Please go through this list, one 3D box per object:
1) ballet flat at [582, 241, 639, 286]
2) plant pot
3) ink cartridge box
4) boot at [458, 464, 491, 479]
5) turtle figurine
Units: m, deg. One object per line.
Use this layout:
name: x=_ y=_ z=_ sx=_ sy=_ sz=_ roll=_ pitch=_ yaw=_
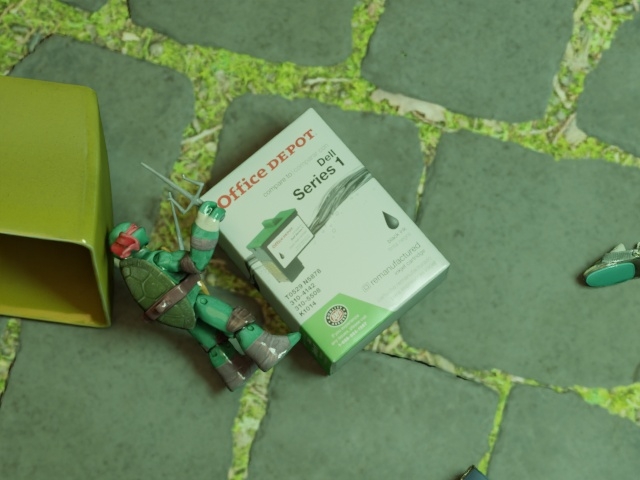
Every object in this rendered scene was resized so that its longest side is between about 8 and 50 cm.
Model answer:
ballet flat: x=0.323 y=0.020 z=1.874 sx=0.114 sy=0.041 sz=0.041 roll=-10 pitch=78 yaw=-2
plant pot: x=-0.304 y=-0.049 z=1.815 sx=0.212 sy=0.212 sz=0.187 roll=8 pitch=66 yaw=3
ink cartridge box: x=0.000 y=0.000 z=1.849 sx=0.160 sy=0.092 sz=0.219 roll=-40 pitch=81 yaw=-8
boot: x=0.194 y=0.319 z=1.785 sx=0.219 sy=0.082 sz=0.106 roll=37 pitch=83 yaw=10
turtle figurine: x=-0.132 y=0.039 z=1.801 sx=0.118 sy=0.175 sz=0.234 roll=-43 pitch=96 yaw=-18
